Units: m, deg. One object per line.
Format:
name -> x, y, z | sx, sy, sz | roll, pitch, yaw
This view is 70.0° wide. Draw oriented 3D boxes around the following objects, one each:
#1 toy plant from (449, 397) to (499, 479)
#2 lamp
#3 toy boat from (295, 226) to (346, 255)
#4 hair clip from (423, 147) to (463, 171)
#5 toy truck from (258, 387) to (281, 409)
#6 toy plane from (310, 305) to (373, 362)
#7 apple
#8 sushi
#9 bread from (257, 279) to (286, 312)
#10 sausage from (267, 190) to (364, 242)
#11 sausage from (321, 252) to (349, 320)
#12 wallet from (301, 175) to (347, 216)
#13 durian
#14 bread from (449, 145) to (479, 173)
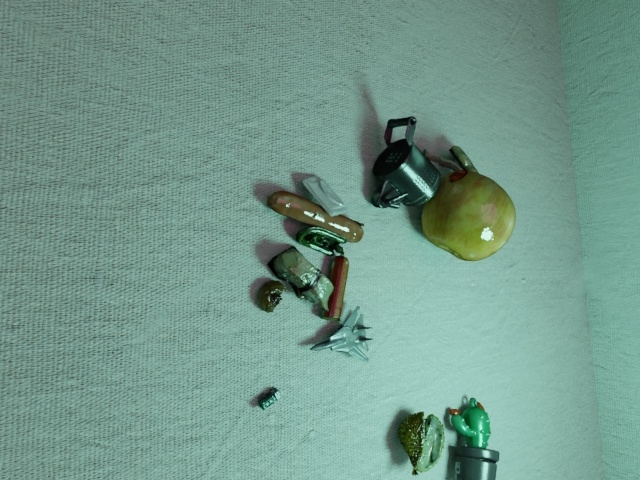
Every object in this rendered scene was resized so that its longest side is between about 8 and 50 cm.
toy plant -> 0.676, 0.897, 2.005 | 0.279, 0.185, 0.400 | 18, 64, -13
lamp -> 0.369, -0.286, 1.902 | 0.272, 0.205, 0.374 | 18, 90, -29
toy boat -> 0.000, 0.000, 1.659 | 0.210, 0.104, 0.052 | 22, 39, -35
hair clip -> 0.554, -0.361, 2.081 | 0.072, 0.226, 0.034 | -52, 158, -38
toy truck -> -0.165, 0.517, 1.495 | 0.083, 0.044, 0.039 | -28, 104, -36
toy plane -> 0.066, 0.366, 1.671 | 0.267, 0.088, 0.212 | -9, 88, -30
apple -> 0.629, -0.097, 1.971 | 0.391, 0.391, 0.347 | 38, 85, -27
sushi -> -0.040, 0.135, 1.567 | 0.134, 0.109, 0.273 | -41, 95, -32
bread -> -0.164, 0.181, 1.530 | 0.082, 0.060, 0.113 | 43, 62, -28
sausage -> -0.007, -0.085, 1.663 | 0.418, 0.094, 0.094 | 22, 53, -33
sausage -> 0.059, 0.165, 1.691 | 0.083, 0.083, 0.264 | 23, 70, -33
wallet -> 0.018, -0.166, 1.671 | 0.183, 0.032, 0.124 | 52, 34, 13
durian -> 0.382, 0.803, 1.813 | 0.193, 0.137, 0.237 | 51, 55, -24
bread -> 0.686, -0.364, 2.168 | 0.207, 0.056, 0.286 | 51, 17, -11
